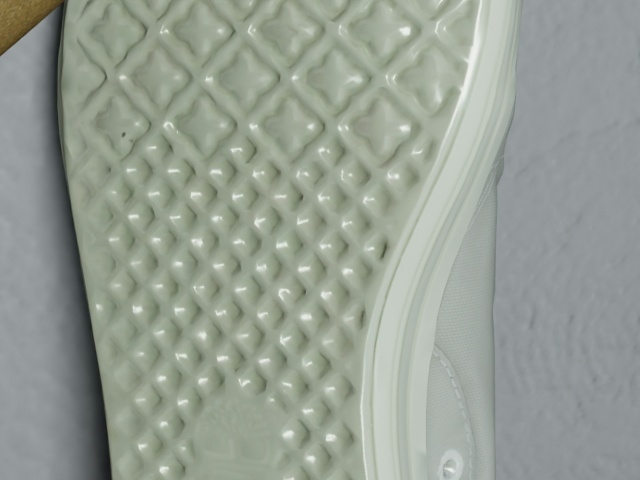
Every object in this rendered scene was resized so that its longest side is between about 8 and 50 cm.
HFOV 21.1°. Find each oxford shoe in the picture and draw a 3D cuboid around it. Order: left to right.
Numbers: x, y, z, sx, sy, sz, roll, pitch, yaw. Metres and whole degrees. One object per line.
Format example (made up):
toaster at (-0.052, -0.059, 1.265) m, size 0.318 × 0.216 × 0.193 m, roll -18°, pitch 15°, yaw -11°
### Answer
oxford shoe at (0.000, 0.000, 0.643) m, size 0.130 × 0.169 × 0.449 m, roll -21°, pitch 114°, yaw -64°

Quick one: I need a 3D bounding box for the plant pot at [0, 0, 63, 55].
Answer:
plant pot at (-0.187, -0.102, 0.487) m, size 0.254 × 0.237 × 0.237 m, roll -27°, pitch 116°, yaw -30°
